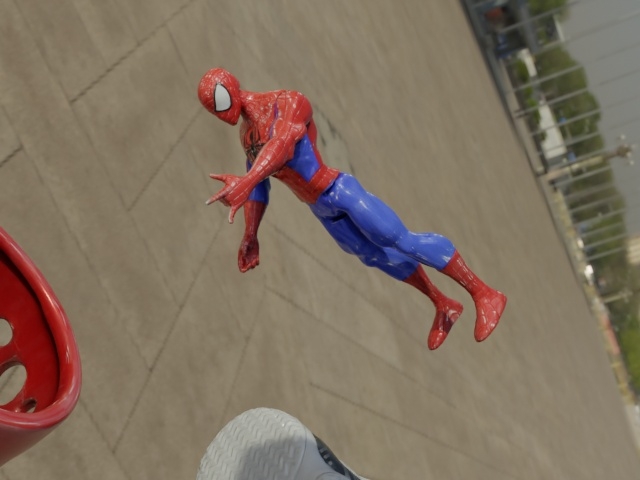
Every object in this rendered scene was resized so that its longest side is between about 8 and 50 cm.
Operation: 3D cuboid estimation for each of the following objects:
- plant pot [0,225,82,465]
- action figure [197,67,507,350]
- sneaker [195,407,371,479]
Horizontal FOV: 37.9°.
[{"bbox_3d":[-0.275,0.077,0.574,0.191,0.174,0.191,54,11,-15],"label":"plant pot"},{"bbox_3d":[0.000,0.000,0.672,0.280,0.091,0.139,45,57,-14],"label":"action figure"},{"bbox_3d":[0.058,0.284,0.692,0.210,0.137,0.366,43,1,-44],"label":"sneaker"}]
